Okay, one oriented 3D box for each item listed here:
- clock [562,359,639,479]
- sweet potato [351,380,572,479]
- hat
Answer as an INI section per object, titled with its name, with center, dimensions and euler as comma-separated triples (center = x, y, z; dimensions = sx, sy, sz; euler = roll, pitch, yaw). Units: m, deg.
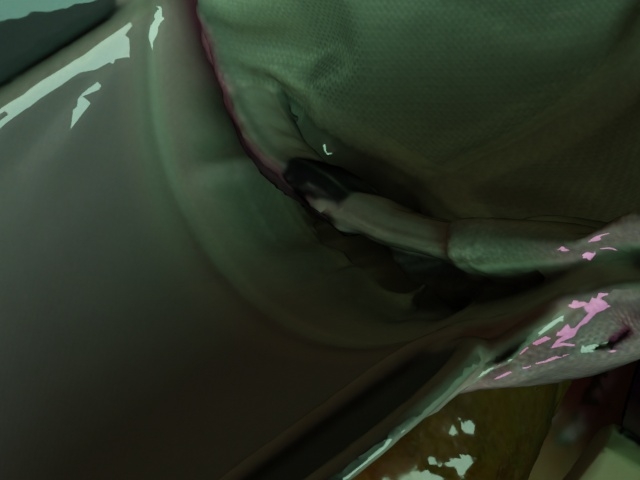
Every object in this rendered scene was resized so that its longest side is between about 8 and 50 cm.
[clock]
center = 0.138, 0.130, 0.657
dimensions = 0.379, 0.120, 0.276
euler = -52, 149, -4
[sweet potato]
center = 0.073, -0.016, 0.582
dimensions = 0.292, 0.097, 0.097
euler = -53, 132, -11
[hat]
center = 0.000, 0.000, 0.486
dimensions = 0.226, 0.219, 0.164
euler = -49, 147, 16
